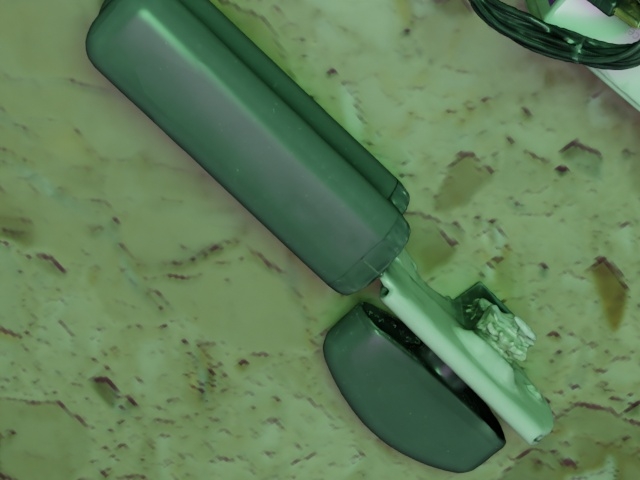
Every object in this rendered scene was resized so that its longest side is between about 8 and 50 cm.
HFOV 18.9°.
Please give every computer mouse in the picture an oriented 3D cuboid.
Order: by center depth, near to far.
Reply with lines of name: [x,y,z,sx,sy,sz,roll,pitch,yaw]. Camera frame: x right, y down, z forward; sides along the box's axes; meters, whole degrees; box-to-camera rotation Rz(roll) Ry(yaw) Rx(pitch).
computer mouse: [0.045,-0.153,0.760,0.242,0.041,0.071,46,106,13]

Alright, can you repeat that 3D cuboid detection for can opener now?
can opener: [0.000,0.000,0.841,0.093,0.074,0.280,-39,106,13]

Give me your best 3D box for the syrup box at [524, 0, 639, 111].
syrup box: [0.195,-0.154,0.774,0.093,0.096,0.237,38,108,-12]
